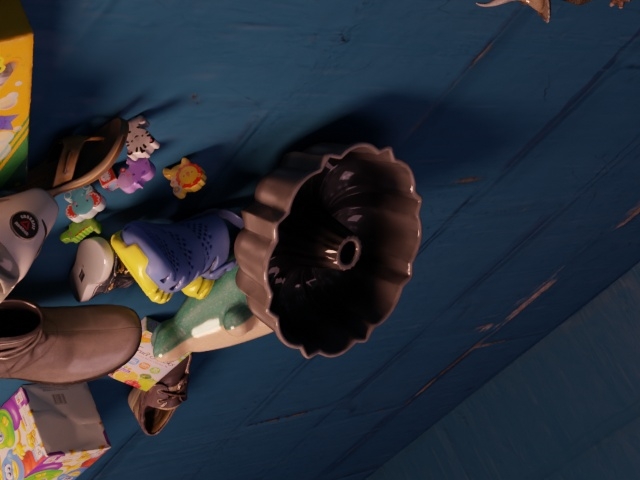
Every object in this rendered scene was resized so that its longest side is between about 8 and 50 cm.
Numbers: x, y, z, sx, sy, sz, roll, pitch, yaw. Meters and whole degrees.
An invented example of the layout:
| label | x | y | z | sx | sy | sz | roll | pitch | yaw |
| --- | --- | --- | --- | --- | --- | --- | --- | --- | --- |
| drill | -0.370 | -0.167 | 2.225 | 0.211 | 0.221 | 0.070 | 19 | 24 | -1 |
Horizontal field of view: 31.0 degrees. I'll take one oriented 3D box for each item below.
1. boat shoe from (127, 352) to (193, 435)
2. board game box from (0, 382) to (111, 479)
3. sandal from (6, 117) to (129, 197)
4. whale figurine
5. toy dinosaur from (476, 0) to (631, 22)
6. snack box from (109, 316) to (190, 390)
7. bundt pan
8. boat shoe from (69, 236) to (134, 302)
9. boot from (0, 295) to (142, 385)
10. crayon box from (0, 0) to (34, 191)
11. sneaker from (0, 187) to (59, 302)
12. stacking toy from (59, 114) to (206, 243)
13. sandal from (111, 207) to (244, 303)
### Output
| label | x | y | z | sx | sy | sz | roll | pitch | yaw |
| --- | --- | --- | --- | --- | --- | --- | --- | --- | --- |
| boat shoe | -0.290 | 0.275 | 2.161 | 0.103 | 0.092 | 0.285 | -9 | 151 | -32 |
| board game box | -0.527 | 0.386 | 2.078 | 0.144 | 0.142 | 0.275 | 2 | 144 | -49 |
| sandal | -0.311 | -0.096 | 1.397 | 0.180 | 0.072 | 0.049 | -27 | 136 | 10 |
| whale figurine | -0.157 | 0.093 | 1.842 | 0.272 | 0.141 | 0.216 | -25 | -166 | -5 |
| toy dinosaur | 0.362 | -0.371 | 1.457 | 0.313 | 0.121 | 0.160 | -37 | 169 | 33 |
| snack box | -0.304 | 0.200 | 2.011 | 0.100 | 0.037 | 0.141 | 28 | 126 | -32 |
| bundt pan | 0.000 | 0.000 | 1.708 | 0.331 | 0.124 | 0.331 | -22 | 122 | -40 |
| boat shoe | -0.305 | 0.032 | 1.663 | 0.083 | 0.065 | 0.183 | -19 | 169 | -29 |
| boot | -0.399 | 0.134 | 1.610 | 0.338 | 0.118 | 0.223 | -9 | 165 | -21 |
| crayon box | -0.399 | -0.147 | 1.155 | 0.203 | 0.083 | 0.323 | -17 | 155 | -24 |
| sneaker | -0.409 | 0.013 | 1.384 | 0.330 | 0.122 | 0.146 | -11 | -147 | 50 |
| stacking toy | -0.275 | -0.066 | 1.504 | 0.221 | 0.052 | 0.167 | -29 | 157 | 6 |
| sandal | -0.191 | 0.007 | 1.643 | 0.138 | 0.126 | 0.317 | -36 | 174 | 10 |
